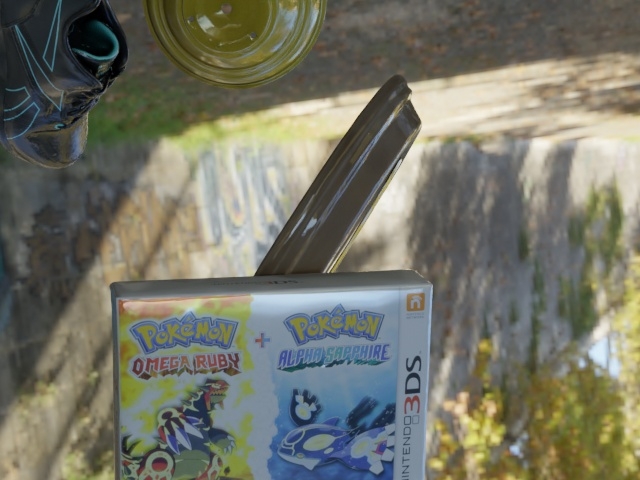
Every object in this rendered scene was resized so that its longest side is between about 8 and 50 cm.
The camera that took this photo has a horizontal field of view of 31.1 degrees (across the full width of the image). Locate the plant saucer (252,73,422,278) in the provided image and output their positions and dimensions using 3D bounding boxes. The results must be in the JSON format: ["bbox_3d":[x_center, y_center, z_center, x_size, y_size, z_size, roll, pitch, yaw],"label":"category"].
[{"bbox_3d":[0.000,0.000,0.880,0.041,0.278,0.278,33,-175,2],"label":"plant saucer"}]

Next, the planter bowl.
[{"bbox_3d":[-0.103,-0.269,1.302,0.217,0.217,0.090,-7,-160,5],"label":"planter bowl"}]

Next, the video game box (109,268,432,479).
[{"bbox_3d":[-0.031,0.116,0.743,0.205,0.187,0.048,-2,-170,-15],"label":"video game box"}]

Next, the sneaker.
[{"bbox_3d":[-0.223,-0.141,0.980,0.106,0.101,0.267,22,149,10],"label":"sneaker"}]
